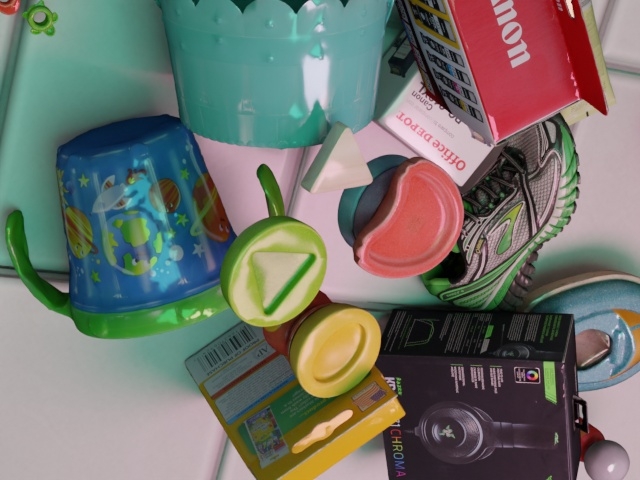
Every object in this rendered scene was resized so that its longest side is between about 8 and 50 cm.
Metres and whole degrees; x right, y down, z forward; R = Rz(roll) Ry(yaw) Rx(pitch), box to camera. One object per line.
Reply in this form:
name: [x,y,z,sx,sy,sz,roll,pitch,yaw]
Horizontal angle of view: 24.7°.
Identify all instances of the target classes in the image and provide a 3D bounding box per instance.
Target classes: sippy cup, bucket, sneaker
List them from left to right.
sippy cup: [-0.216,-0.027,1.777,0.305,0.240,0.224,-21,109,-23]
bucket: [-0.052,-0.236,1.715,0.281,0.281,0.183,-10,118,-19]
sneaker: [0.243,-0.036,1.981,0.146,0.134,0.344,7,124,-21]

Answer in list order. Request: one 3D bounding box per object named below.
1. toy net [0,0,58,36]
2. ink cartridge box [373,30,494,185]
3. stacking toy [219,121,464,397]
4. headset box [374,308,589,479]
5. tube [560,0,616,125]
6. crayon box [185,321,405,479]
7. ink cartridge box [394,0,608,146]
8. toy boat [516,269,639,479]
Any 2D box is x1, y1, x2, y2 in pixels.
toy net: [-0.366,-0.342,1.663,0.122,0.045,0.232,-47,120,5]
ink cartridge box: [0.183,-0.217,1.918,0.172,0.100,0.237,35,97,-31]
stacking toy: [0.000,0.000,1.742,0.309,0.130,0.279,-53,132,-1]
headset box: [0.236,0.234,2.052,0.283,0.131,0.246,1,119,16]
tube: [0.346,-0.268,1.995,0.070,0.062,0.240,-2,128,24]
crayon box: [-0.030,0.203,1.890,0.203,0.323,0.083,-34,122,-5]
ink cartridge box: [0.181,-0.283,1.671,0.130,0.272,0.309,-28,119,-8]
toy boat: [0.407,0.200,2.154,0.267,0.148,0.318,-12,117,-18]
